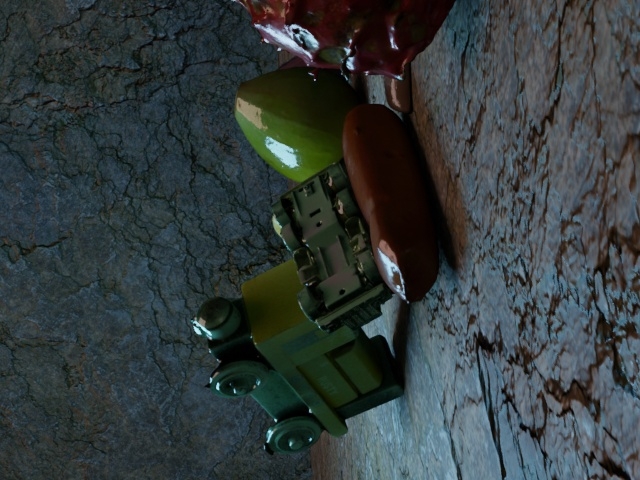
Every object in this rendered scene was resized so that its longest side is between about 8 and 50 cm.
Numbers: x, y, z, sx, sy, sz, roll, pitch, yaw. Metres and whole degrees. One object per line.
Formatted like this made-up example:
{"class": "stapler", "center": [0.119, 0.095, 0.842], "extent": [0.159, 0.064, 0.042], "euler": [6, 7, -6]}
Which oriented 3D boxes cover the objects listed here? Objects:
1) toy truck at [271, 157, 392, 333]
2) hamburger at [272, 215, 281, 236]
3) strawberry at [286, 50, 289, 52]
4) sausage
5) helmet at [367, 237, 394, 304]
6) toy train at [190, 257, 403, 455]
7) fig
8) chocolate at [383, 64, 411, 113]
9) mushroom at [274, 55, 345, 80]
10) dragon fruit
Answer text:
{"class": "toy truck", "center": [0.032, 0.018, 1.328], "extent": [0.135, 0.128, 0.260], "euler": [49, -164, -38]}
{"class": "hamburger", "center": [0.000, -0.001, 1.820], "extent": [0.214, 0.108, 0.214], "euler": [49, 166, 16]}
{"class": "strawberry", "center": [-0.019, -0.472, 1.976], "extent": [0.236, 0.111, 0.190], "euler": [44, 135, 44]}
{"class": "sausage", "center": [0.092, -0.061, 1.239], "extent": [0.348, 0.093, 0.097], "euler": [-104, -3, -46]}
{"class": "helmet", "center": [0.105, 0.042, 1.375], "extent": [0.111, 0.057, 0.089], "euler": [-111, 20, -59]}
{"class": "toy train", "center": [-0.031, 0.187, 1.518], "extent": [0.397, 0.253, 0.160], "euler": [57, -170, -48]}
{"class": "fig", "center": [-0.034, -0.216, 1.718], "extent": [0.207, 0.230, 0.207], "euler": [-52, -17, -23]}
{"class": "chocolate", "center": [0.101, -0.220, 1.287], "extent": [0.064, 0.031, 0.101], "euler": [-126, 32, -70]}
{"class": "mushroom", "center": [-0.020, -0.304, 1.895], "extent": [0.188, 0.117, 0.141], "euler": [2, 64, 57]}
{"class": "dragon fruit", "center": [0.010, -0.274, 0.977], "extent": [0.205, 0.268, 0.210], "euler": [-74, -12, -48]}
